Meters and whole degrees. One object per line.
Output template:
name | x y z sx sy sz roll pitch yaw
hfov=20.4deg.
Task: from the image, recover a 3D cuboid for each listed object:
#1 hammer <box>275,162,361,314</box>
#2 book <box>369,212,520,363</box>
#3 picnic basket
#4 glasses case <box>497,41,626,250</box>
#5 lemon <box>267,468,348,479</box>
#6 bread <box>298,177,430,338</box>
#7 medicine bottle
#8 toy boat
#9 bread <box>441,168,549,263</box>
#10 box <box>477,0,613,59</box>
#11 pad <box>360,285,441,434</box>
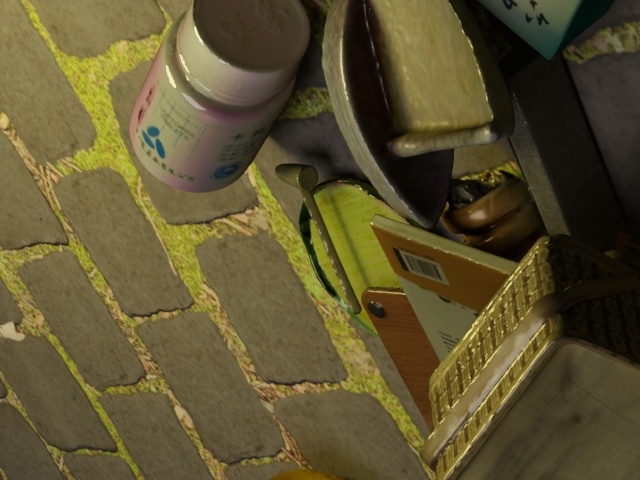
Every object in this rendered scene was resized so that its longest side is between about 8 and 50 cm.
hammer | 0.000 0.000 2.000 0.060 0.028 0.195 10 128 54
book | 0.176 0.089 1.786 0.208 0.020 0.295 20 155 32
picnic basket | 0.267 0.158 1.594 0.312 0.175 0.228 25 120 -16
glasses case | 0.218 -0.081 1.662 0.047 0.071 0.205 8 130 52
lemon | -0.017 0.397 2.339 0.256 0.188 0.188 -10 115 49
bread | 0.067 0.025 1.995 0.228 0.033 0.228 31 142 29
medicine bottle | -0.108 -0.168 1.900 0.152 0.152 0.254 47 149 6
toy boat | 0.092 -0.169 1.648 0.293 0.111 0.276 130 123 -64
bread | 0.188 0.002 1.752 0.177 0.084 0.119 53 173 -9
box | 0.195 -0.286 1.457 0.153 0.092 0.245 41 147 14
pad | 0.199 0.167 1.954 0.286 0.018 0.284 4 132 45
